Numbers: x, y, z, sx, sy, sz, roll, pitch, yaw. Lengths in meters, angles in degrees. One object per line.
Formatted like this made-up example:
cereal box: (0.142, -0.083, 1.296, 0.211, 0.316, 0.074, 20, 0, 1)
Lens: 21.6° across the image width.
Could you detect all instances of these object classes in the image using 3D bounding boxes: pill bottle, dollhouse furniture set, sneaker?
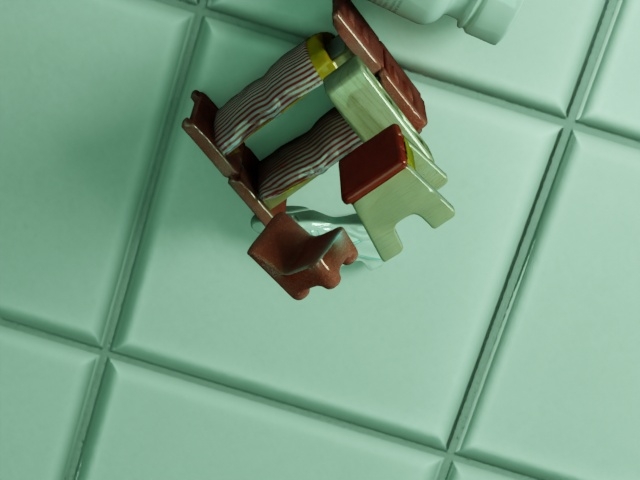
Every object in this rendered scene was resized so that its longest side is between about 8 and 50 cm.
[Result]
pill bottle: (0.090, -0.284, 1.629, 0.229, 0.131, 0.131, 25, 108, -5)
dollhouse furniture set: (-0.012, -0.087, 1.577, 0.201, 0.374, 0.152, -35, 107, 12)
sneaker: (0.000, 0.000, 1.771, 0.152, 0.054, 0.061, 8, 111, 0)
